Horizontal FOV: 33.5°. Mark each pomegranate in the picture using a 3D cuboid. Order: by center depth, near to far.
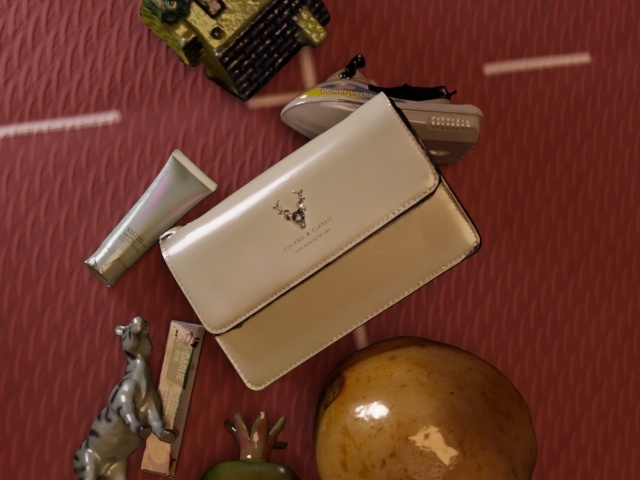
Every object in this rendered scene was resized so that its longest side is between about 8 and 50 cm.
[{"bbox_3d":[0.126,0.256,1.369,0.307,0.307,0.307,1,84,-12],"label":"pomegranate"},{"bbox_3d":[-0.094,0.325,1.399,0.152,0.131,0.191,2,61,-6],"label":"pomegranate"}]

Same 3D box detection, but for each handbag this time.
[{"bbox_3d":[0.000,0.000,1.376,0.358,0.160,0.237,-33,90,7],"label":"handbag"}]

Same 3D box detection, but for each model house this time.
[{"bbox_3d":[-0.107,-0.308,1.434,0.211,0.170,0.194,44,75,-5],"label":"model house"}]

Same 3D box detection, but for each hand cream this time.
[{"bbox_3d":[-0.233,-0.027,1.440,0.078,0.050,0.205,42,74,-5],"label":"hand cream"}]

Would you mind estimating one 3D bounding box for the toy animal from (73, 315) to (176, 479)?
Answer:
[{"bbox_3d":[-0.240,0.231,1.353,0.090,0.170,0.255,27,78,-29],"label":"toy animal"}]

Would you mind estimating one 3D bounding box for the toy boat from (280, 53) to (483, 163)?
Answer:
[{"bbox_3d":[0.086,-0.182,1.481,0.269,0.141,0.141,17,81,-8],"label":"toy boat"}]

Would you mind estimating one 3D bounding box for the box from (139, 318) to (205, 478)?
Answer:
[{"bbox_3d":[-0.197,0.210,1.425,0.050,0.041,0.207,12,81,-7],"label":"box"}]
